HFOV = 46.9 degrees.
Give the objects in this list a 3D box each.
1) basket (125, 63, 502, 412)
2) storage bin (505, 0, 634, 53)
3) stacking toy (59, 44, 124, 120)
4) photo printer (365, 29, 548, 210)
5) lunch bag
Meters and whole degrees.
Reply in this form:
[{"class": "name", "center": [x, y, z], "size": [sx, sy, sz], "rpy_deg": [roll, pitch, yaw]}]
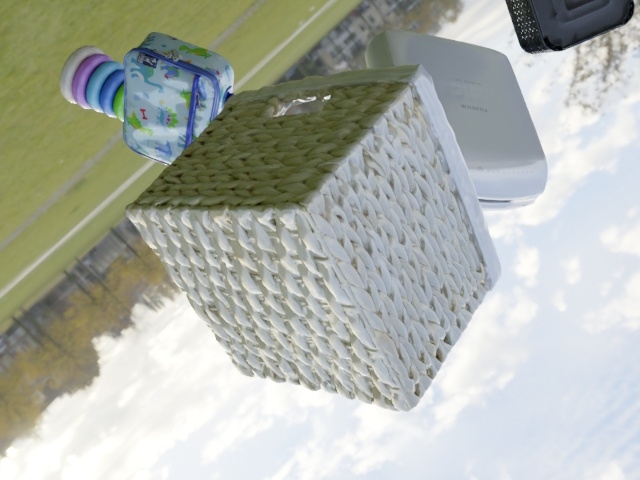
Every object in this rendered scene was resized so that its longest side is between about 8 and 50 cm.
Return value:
[{"class": "basket", "center": [0.000, 0.000, 0.927], "size": [0.328, 0.331, 0.266], "rpy_deg": [2, -137, 41]}, {"class": "storage bin", "center": [0.295, -0.334, 0.915], "size": [0.122, 0.180, 0.084], "rpy_deg": [-23, -166, 0]}, {"class": "stacking toy", "center": [-0.420, -0.312, 1.669], "size": [0.141, 0.330, 0.141], "rpy_deg": [-56, 167, -20]}, {"class": "photo printer", "center": [0.211, -0.182, 1.160], "size": [0.107, 0.256, 0.308], "rpy_deg": [121, -31, -50]}, {"class": "lunch bag", "center": [-0.240, -0.227, 1.243], "size": [0.090, 0.176, 0.219], "rpy_deg": [-65, 176, -46]}]
